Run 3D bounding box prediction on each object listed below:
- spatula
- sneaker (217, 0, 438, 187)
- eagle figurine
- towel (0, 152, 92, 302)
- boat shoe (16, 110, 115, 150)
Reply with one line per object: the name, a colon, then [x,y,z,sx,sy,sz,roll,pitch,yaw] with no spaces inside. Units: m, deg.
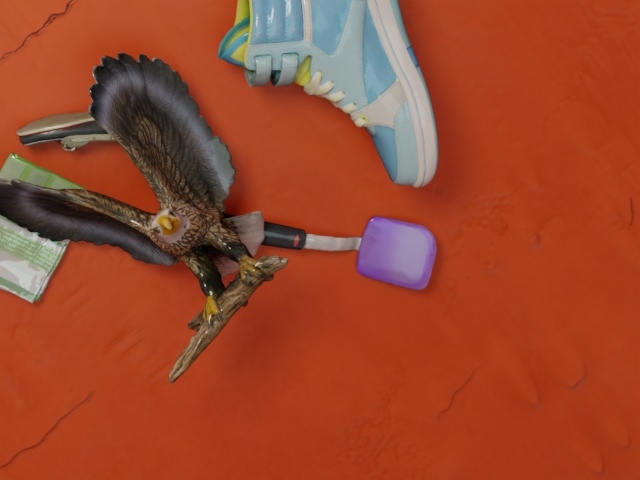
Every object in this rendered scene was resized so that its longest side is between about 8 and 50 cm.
spatula: [0.000,0.000,1.679,0.297,0.030,0.084,9,106,-19]
sneaker: [0.001,-0.183,1.562,0.208,0.127,0.319,-22,105,-10]
eagle figurine: [-0.182,-0.036,1.518,0.298,0.225,0.226,43,57,0]
towel: [-0.341,-0.012,1.577,0.113,0.023,0.152,26,101,-24]
boat shoe: [-0.270,-0.122,1.545,0.137,0.049,0.043,-14,116,-17]
